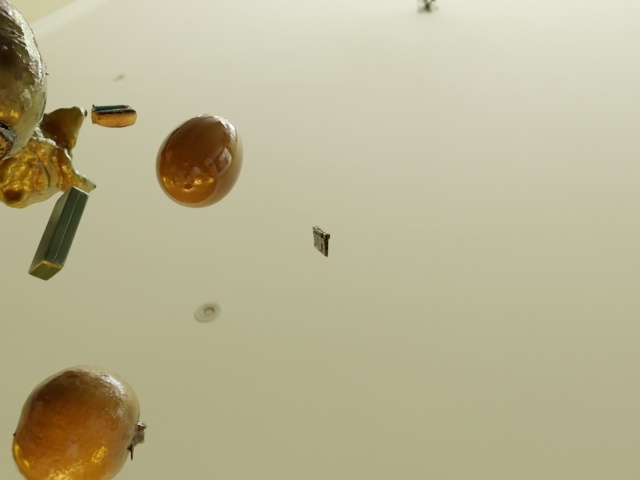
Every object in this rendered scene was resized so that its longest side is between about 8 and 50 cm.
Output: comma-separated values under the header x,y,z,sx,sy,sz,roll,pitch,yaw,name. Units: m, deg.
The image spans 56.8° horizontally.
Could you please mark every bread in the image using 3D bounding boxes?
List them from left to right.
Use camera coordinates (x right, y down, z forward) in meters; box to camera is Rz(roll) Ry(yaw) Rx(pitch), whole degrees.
x,y,z,sx,sy,sz,roll,pitch,yaw,name
-0.521,-0.312,1.489,0.106,0.053,0.072,-15,-146,-35,bread

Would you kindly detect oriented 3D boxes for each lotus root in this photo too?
x,y,z,sx,sy,sz,roll,pitch,yaw,name
-0.468,-0.243,0.810,0.173,0.173,0.309,-18,-113,-10,lotus root

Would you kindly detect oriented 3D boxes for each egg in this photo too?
x,y,z,sx,sy,sz,roll,pitch,yaw,name
-0.362,-0.247,1.811,0.250,0.250,0.322,9,-126,22,egg

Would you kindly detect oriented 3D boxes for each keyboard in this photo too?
x,y,z,sx,sy,sz,roll,pitch,yaw,name
0.000,0.000,1.472,0.018,0.060,0.195,1,-174,-8,keyboard

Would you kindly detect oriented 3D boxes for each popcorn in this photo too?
x,y,z,sx,sy,sz,roll,pitch,yaw,name
-0.811,-0.224,1.702,0.321,0.326,0.290,-39,-159,23,popcorn

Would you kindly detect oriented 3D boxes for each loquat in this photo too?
x,y,z,sx,sy,sz,roll,pitch,yaw,name
-0.519,0.413,1.305,0.275,0.274,0.274,-6,-142,5,loquat

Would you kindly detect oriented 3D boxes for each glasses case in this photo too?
x,y,z,sx,sy,sz,roll,pitch,yaw,name
-0.507,-0.015,1.152,0.078,0.039,0.184,-28,-136,37,glasses case
